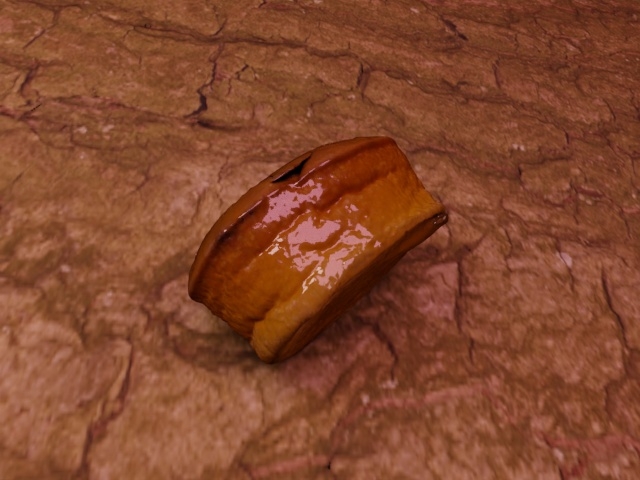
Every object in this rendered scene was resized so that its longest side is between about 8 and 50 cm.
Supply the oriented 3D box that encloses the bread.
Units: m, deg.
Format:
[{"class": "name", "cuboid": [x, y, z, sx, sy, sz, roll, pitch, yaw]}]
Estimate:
[{"class": "bread", "cuboid": [0.000, 0.000, 0.531, 0.269, 0.195, 0.143, -35, 77, -35]}]
